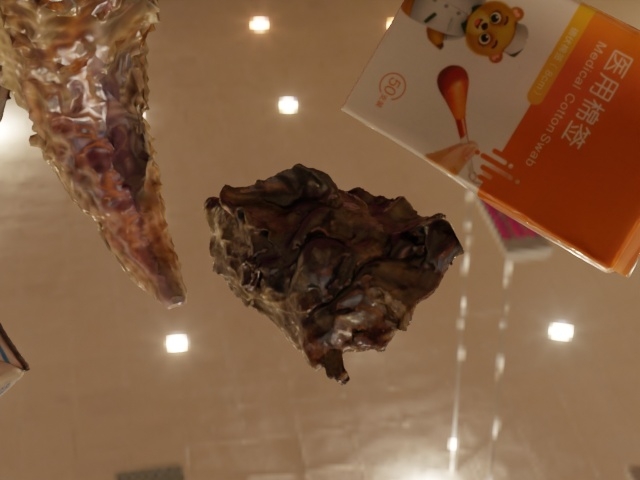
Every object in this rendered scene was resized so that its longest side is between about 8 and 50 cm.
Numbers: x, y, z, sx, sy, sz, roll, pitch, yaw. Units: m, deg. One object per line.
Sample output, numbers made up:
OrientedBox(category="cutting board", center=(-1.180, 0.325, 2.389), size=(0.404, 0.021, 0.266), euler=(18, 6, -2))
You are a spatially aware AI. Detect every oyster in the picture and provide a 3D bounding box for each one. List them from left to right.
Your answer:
OrientedBox(category="oyster", center=(-0.005, -0.007, 1.613), size=(0.221, 0.096, 0.361), euler=(-42, -135, -9))

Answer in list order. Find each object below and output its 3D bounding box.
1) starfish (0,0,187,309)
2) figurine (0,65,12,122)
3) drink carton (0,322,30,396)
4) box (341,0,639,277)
OrientedBox(category="starfish", center=(-0.063, -0.088, 0.328), size=(0.071, 0.216, 0.238), euler=(28, -155, 36))
OrientedBox(category="figurine", center=(-0.335, -0.172, 0.897), size=(0.285, 0.342, 0.167), euler=(7, -164, 45))
OrientedBox(category="drink carton", center=(-0.448, 0.143, 1.307), size=(0.194, 0.324, 0.132), euler=(54, -154, 9))
OrientedBox(category="box", center=(0.229, -0.138, 1.492), size=(0.341, 0.225, 0.143), euler=(32, -173, 19))
